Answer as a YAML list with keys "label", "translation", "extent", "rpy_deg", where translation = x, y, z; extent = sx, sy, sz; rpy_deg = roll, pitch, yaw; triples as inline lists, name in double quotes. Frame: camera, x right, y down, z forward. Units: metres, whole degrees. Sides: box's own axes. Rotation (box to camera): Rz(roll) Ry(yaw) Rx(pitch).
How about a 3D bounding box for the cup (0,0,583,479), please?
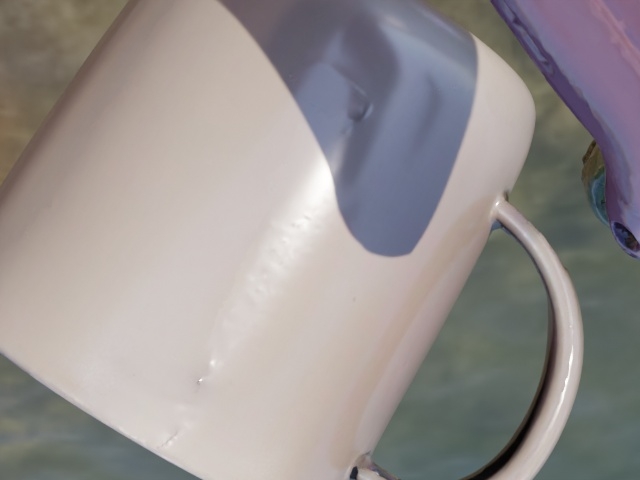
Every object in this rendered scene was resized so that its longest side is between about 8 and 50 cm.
- label: "cup"
  translation: [0.000, 0.000, 0.693]
  extent: [0.253, 0.200, 0.191]
  rpy_deg: [32, 180, 13]

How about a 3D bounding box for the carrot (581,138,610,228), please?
- label: "carrot"
  translation: [0.256, -0.104, 1.089]
  extent: [0.078, 0.298, 0.078]
  rpy_deg: [22, 137, 22]

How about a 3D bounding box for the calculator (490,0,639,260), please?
- label: "calculator"
  translation: [0.129, -0.124, 0.415]
  extent: [0.043, 0.194, 0.294]
  rpy_deg: [-20, 161, -44]
